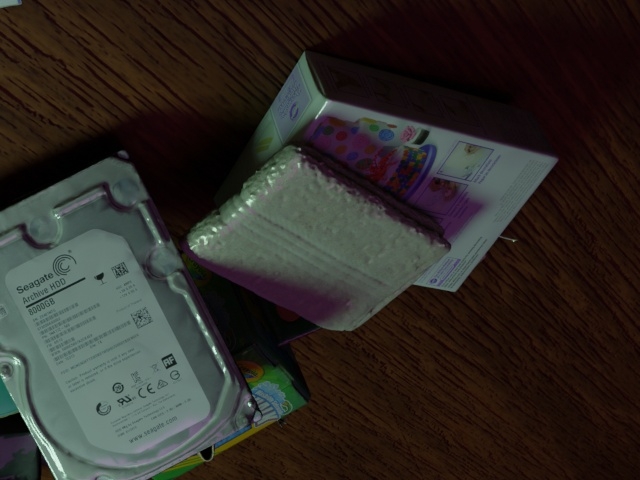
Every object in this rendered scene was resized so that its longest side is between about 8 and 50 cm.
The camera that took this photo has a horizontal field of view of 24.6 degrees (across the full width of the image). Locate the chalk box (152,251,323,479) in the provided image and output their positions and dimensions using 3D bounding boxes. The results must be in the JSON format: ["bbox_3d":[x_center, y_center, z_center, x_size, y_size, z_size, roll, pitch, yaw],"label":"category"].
[{"bbox_3d":[-0.138,0.133,1.793,0.289,0.180,0.179,-31,143,5],"label":"chalk box"}]

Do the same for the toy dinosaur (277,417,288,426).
[{"bbox_3d":[-0.067,0.223,2.060,0.090,0.047,0.082,-16,125,4],"label":"toy dinosaur"}]

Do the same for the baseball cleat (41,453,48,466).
[{"bbox_3d":[-0.296,0.297,1.987,0.206,0.072,0.109,2,142,-27],"label":"baseball cleat"}]

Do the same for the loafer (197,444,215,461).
[{"bbox_3d":[-0.141,0.211,1.701,0.045,0.039,0.125,-19,142,-7],"label":"loafer"}]

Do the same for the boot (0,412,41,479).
[{"bbox_3d":[-0.587,0.361,1.853,0.445,0.146,0.367,-9,142,-28],"label":"boot"}]

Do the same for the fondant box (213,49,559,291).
[{"bbox_3d":[0.076,-0.072,1.714,0.330,0.096,0.238,10,130,-32],"label":"fondant box"}]

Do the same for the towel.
[{"bbox_3d":[0.000,0.000,1.655,0.187,0.049,0.282,-41,134,21],"label":"towel"}]

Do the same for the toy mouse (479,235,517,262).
[{"bbox_3d":[0.194,-0.004,1.940,0.143,0.031,0.161,-8,137,-22],"label":"toy mouse"}]

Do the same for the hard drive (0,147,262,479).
[{"bbox_3d":[-0.240,0.099,1.597,0.237,0.064,0.339,-27,99,-7],"label":"hard drive"}]

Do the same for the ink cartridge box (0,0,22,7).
[{"bbox_3d":[-0.377,-0.272,1.271,0.208,0.045,0.206,-14,142,-14],"label":"ink cartridge box"}]

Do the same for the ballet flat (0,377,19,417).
[{"bbox_3d":[-0.455,0.179,1.758,0.232,0.073,0.080,-4,100,-24],"label":"ballet flat"}]
